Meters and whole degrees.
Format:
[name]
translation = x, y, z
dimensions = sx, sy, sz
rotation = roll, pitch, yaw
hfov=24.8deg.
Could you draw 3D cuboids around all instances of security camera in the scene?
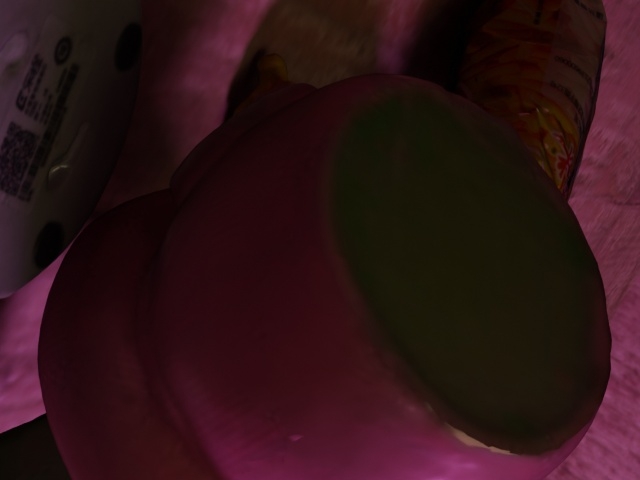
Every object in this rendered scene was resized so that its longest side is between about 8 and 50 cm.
[security camera]
translation = -0.159, 0.011, 0.544
dimensions = 0.301, 0.080, 0.157
rotation = -67, 161, -4

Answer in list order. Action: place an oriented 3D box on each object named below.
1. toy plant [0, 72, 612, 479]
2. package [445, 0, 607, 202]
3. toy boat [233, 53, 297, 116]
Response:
[toy plant]
translation = -0.032, 0.073, 0.698
dimensions = 0.356, 0.210, 0.317
rotation = -43, 175, 39
[package]
translation = 0.135, -0.075, 1.006
dimensions = 0.223, 0.108, 0.288
rotation = 96, 7, -58
[toy boat]
translation = 0.001, 0.005, 0.904
dimensions = 0.141, 0.099, 0.318
rotation = -13, 155, 0
